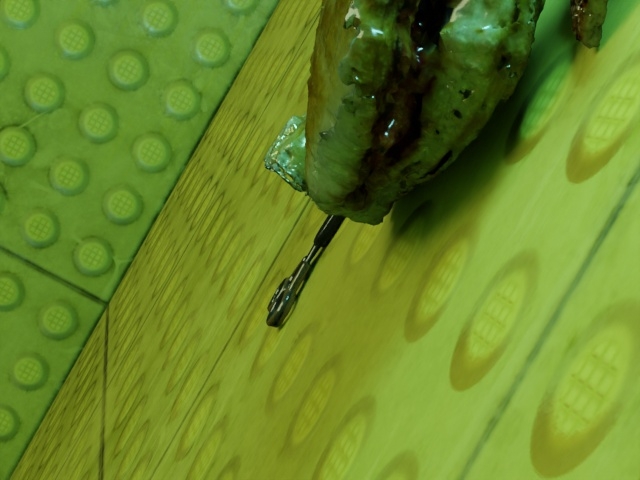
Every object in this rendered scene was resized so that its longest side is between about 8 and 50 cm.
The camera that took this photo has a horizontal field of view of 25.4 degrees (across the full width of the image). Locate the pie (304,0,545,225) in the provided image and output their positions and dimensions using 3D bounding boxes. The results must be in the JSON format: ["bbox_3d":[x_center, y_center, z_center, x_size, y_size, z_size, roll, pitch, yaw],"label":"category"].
[{"bbox_3d":[0.087,-0.204,1.287,0.418,0.180,0.395,128,155,-78],"label":"pie"}]

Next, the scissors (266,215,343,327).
[{"bbox_3d":[0.000,0.000,1.598,0.220,0.017,0.088,-58,8,14],"label":"scissors"}]

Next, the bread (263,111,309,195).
[{"bbox_3d":[0.001,-0.104,1.676,0.110,0.103,0.156,-48,17,5],"label":"bread"}]

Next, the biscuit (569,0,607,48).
[{"bbox_3d":[0.211,-0.258,1.114,0.237,0.026,0.131,-81,-1,-55],"label":"biscuit"}]
